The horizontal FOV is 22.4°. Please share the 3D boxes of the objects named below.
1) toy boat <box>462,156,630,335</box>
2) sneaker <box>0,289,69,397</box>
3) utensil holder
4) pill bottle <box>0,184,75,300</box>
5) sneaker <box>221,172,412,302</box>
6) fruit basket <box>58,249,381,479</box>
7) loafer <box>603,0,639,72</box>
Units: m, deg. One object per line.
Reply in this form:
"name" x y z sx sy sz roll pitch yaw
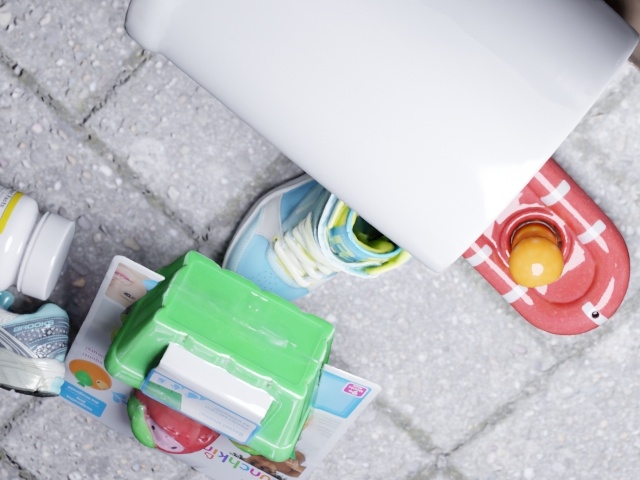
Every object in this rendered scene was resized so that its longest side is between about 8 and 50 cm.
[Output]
"toy boat" 0.238 0.011 1.774 0.151 0.151 0.231 -42 101 20
"sneaker" -0.423 0.104 1.930 0.283 0.110 0.122 12 78 15
"utensil holder" 0.062 -0.203 1.551 0.385 0.327 0.327 40 111 0
"pill bottle" -0.397 -0.012 1.857 0.208 0.119 0.119 21 112 -1
"sneaker" 0.000 0.000 1.767 0.319 0.208 0.127 -40 103 20
"fruit basket" -0.138 0.183 1.858 0.327 0.165 0.353 29 137 -5
"loafer" 0.277 -0.271 1.607 0.366 0.130 0.134 49 135 14
